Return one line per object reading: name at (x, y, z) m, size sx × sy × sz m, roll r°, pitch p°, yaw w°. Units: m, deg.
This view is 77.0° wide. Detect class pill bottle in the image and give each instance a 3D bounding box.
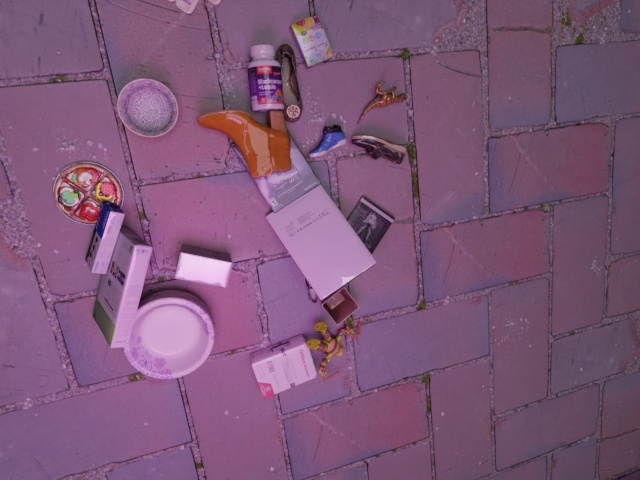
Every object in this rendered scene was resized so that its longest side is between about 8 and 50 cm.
pill bottle at (-0.179, -0.521, 1.304) m, size 0.108 × 0.108 × 0.193 m, roll -8°, pitch 104°, yaw -15°

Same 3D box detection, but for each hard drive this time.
hard drive at (0.000, 0.000, 1.410) m, size 0.233 × 0.047 × 0.353 m, roll -33°, pitch 78°, yaw -7°

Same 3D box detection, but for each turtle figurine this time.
turtle figurine at (0.041, 0.393, 1.561) m, size 0.269 × 0.087 × 0.217 m, roll -53°, pitch 134°, yaw -13°

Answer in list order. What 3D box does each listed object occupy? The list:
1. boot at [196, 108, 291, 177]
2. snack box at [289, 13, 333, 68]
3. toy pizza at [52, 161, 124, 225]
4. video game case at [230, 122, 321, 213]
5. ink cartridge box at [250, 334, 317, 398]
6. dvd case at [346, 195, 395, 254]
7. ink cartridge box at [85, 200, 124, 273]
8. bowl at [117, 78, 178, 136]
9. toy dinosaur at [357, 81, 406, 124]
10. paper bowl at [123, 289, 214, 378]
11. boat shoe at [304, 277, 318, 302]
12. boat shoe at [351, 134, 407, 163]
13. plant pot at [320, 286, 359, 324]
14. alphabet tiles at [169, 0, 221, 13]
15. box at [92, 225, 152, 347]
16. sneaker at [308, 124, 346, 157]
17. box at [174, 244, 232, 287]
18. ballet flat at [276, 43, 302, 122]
boot at (-0.240, -0.308, 1.305) m, size 0.295 × 0.104 × 0.211 m, roll -5°, pitch 94°, yaw -15°
snack box at (-0.029, -0.669, 1.354) m, size 0.100 × 0.037 × 0.141 m, roll -27°, pitch 108°, yaw -8°
toy pizza at (-0.729, -0.145, 1.264) m, size 0.202 × 0.032 × 0.201 m, roll -3°, pitch 103°, yaw -15°
video game case at (-0.151, -0.260, 1.390) m, size 0.196 × 0.026 × 0.274 m, roll -34°, pitch 100°, yaw -7°
ink cartridge box at (-0.140, 0.476, 1.535) m, size 0.218 × 0.092 × 0.158 m, roll -18°, pitch 106°, yaw -10°
dvd case at (0.166, -0.038, 1.555) m, size 0.165 × 0.018 × 0.221 m, roll 32°, pitch 92°, yaw -19°
ink cartridge box at (-0.677, -0.009, 1.260) m, size 0.046 × 0.097 × 0.207 m, roll 12°, pitch 104°, yaw -45°
bowl at (-0.527, -0.404, 1.243) m, size 0.170 × 0.080 × 0.170 m, roll -3°, pitch 103°, yaw -15°
toy dinosaur at (0.220, -0.507, 1.448) m, size 0.212 × 0.064 × 0.112 m, roll -23°, pitch 108°, yaw -10°
paper bowl at (-0.505, 0.306, 1.363) m, size 0.285 × 0.148 × 0.284 m, roll -3°, pitch 102°, yaw -15°
boat shoe at (-0.033, 0.178, 1.531) m, size 0.046 × 0.038 × 0.125 m, roll -9°, pitch 104°, yaw -14°
boat shoe at (0.214, -0.331, 1.474) m, size 0.224 × 0.080 × 0.073 m, roll 9°, pitch 94°, yaw -22°
plant pot at (0.063, 0.235, 1.540) m, size 0.109 × 0.096 × 0.109 m, roll -38°, pitch 109°, yaw -5°
alphabet tiles at (-0.405, -0.856, 1.215) m, size 0.284 × 0.021 × 0.277 m, roll 29°, pitch 92°, yaw -19°
box at (-0.622, 0.135, 1.250) m, size 0.059 × 0.232 × 0.321 m, roll 12°, pitch 99°, yaw -44°
sneaker at (0.015, -0.356, 1.420) m, size 0.152 × 0.058 × 0.084 m, roll -28°, pitch 113°, yaw -13°
box at (-0.393, 0.085, 1.358) m, size 0.171 × 0.130 × 0.090 m, roll 14°, pitch 96°, yaw -18°
ballet flat at (-0.105, -0.527, 1.351) m, size 0.084 × 0.058 × 0.249 m, roll -7°, pitch 103°, yaw -14°
